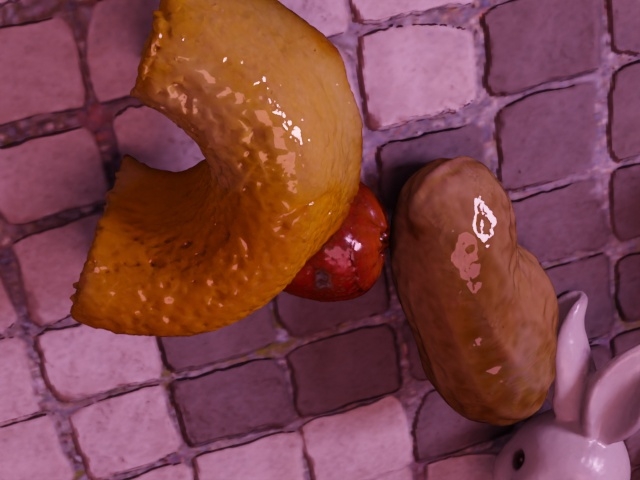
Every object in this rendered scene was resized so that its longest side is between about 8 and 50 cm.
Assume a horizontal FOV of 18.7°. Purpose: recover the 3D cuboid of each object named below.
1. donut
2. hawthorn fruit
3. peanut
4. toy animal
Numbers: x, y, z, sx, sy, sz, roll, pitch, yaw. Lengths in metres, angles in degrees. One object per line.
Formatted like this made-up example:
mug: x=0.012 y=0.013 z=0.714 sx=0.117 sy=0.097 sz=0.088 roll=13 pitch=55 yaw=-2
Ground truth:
donut: x=-0.054 y=-0.037 z=1.180 sx=0.152 sy=0.101 sz=0.259 roll=17 pitch=121 yaw=0
hawthorn fruit: x=0.000 y=0.000 z=1.284 sx=0.093 sy=0.093 sz=0.093 roll=-10 pitch=132 yaw=-11
peanut: x=0.106 y=0.034 z=1.339 sx=0.108 sy=0.095 sz=0.226 roll=-42 pitch=132 yaw=-22
toy animal: x=0.185 y=0.155 z=1.454 sx=0.131 sy=0.103 sz=0.221 roll=-34 pitch=139 yaw=-29
